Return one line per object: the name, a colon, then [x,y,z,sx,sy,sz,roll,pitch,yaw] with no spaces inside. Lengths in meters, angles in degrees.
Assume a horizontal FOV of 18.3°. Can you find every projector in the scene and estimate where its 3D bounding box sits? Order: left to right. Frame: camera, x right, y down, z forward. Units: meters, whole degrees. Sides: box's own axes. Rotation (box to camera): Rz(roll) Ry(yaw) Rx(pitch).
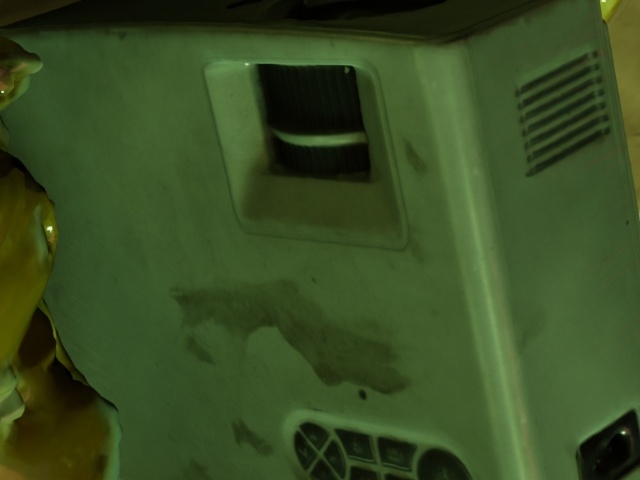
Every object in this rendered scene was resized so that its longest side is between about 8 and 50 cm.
projector: [0.000,0.000,0.429,0.061,0.147,0.115,-29,114,-39]

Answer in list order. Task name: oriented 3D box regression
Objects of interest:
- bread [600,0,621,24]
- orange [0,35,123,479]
bread: [0.030,-0.058,0.535,0.187,0.065,0.103,-52,155,17]
orange: [-0.110,0.038,0.395,0.160,0.112,0.170,29,71,-61]
